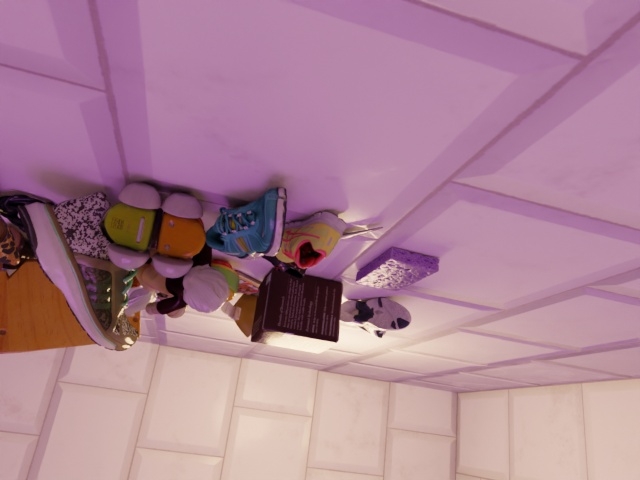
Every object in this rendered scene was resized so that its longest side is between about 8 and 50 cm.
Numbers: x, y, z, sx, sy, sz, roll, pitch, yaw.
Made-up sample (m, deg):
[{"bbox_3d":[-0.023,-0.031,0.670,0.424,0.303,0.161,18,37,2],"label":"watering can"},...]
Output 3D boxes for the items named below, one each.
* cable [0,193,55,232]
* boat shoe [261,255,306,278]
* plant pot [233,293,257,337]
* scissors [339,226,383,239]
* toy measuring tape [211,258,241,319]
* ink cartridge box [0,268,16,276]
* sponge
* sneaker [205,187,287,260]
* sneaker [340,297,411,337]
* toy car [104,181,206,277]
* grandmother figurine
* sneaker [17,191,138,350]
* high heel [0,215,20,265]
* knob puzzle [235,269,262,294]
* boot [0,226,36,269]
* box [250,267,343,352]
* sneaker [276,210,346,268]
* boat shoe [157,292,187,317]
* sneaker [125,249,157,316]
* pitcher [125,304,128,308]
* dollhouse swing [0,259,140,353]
[{"bbox_3d":[-0.631,-0.055,1.093,0.150,0.047,0.184,13,156,8],"label":"cable"},{"bbox_3d":[-0.082,0.050,1.121,0.048,0.042,0.133,-9,152,43],"label":"boat shoe"},{"bbox_3d":[-0.226,0.222,1.564,0.095,0.134,0.134,38,153,-6],"label":"plant pot"},{"bbox_3d":[0.000,0.000,1.037,0.108,0.021,0.297,21,157,-26],"label":"scissors"},{"bbox_3d":[-0.249,0.140,1.329,0.121,0.122,0.330,0,150,18],"label":"toy measuring tape"},{"bbox_3d":[-1.014,0.170,1.649,0.395,0.151,0.270,-5,155,33],"label":"ink cartridge box"},{"bbox_3d":[0.172,0.072,1.151,0.117,0.031,0.210,13,159,-14],"label":"sponge"},{"bbox_3d":[-0.135,-0.021,0.903,0.109,0.107,0.275,12,158,-25],"label":"sneaker"},{"bbox_3d":[0.187,0.234,1.476,0.234,0.094,0.153,-9,154,37],"label":"sneaker"},{"bbox_3d":[-0.308,-0.027,0.947,0.181,0.159,0.136,13,-165,-14],"label":"toy car"},{"bbox_3d":[-0.296,0.077,1.082,0.104,0.208,0.342,27,173,-36],"label":"grandmother figurine"},{"bbox_3d":[-0.432,0.070,1.023,0.182,0.158,0.411,-27,136,-18],"label":"sneaker"},{"bbox_3d":[-0.662,-0.035,1.000,0.186,0.093,0.261,2,135,29],"label":"high heel"},{"bbox_3d":[-0.262,0.134,1.457,0.212,0.030,0.213,6,159,2],"label":"knob puzzle"},{"bbox_3d":[-0.771,0.027,1.327,0.248,0.090,0.206,-14,164,37],"label":"boot"},{"bbox_3d":[-0.064,0.194,1.343,0.203,0.167,0.168,13,155,-14],"label":"box"},{"bbox_3d":[-0.038,0.015,0.973,0.081,0.094,0.208,31,149,-20],"label":"sneaker"},{"bbox_3d":[-0.417,0.143,1.439,0.098,0.109,0.302,22,149,-21],"label":"boat shoe"},{"bbox_3d":[-0.465,0.116,1.317,0.262,0.099,0.121,-34,146,20],"label":"sneaker"},{"bbox_3d":[-0.501,0.064,1.164,0.125,0.178,0.207,-22,163,-15],"label":"pitcher"},{"bbox_3d":[-0.728,0.170,1.448,0.346,0.316,0.305,-2,-166,-29],"label":"dollhouse swing"}]
